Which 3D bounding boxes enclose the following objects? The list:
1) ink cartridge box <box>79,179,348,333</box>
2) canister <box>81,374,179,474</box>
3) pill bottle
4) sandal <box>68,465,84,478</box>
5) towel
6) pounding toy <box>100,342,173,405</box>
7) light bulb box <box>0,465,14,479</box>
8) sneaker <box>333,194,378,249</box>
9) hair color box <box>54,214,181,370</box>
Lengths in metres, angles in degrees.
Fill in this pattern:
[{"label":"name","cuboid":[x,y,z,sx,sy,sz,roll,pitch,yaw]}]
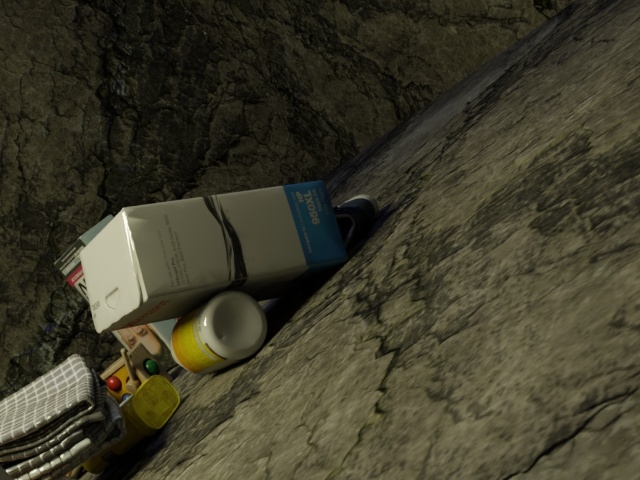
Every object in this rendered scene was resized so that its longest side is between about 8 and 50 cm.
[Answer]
[{"label":"ink cartridge box","cuboid":[-0.198,0.031,1.597,0.395,0.166,0.285,-10,-11,-32]},{"label":"canister","cuboid":[-0.340,0.324,1.550,0.170,0.073,0.126,-39,7,24]},{"label":"pill bottle","cuboid":[-0.185,0.165,1.527,0.117,0.117,0.215,-44,7,-34]},{"label":"sandal","cuboid":[-0.419,0.393,1.694,0.180,0.049,0.072,-54,-3,13]},{"label":"towel","cuboid":[-0.452,0.305,1.371,0.283,0.121,0.235,-31,11,-12]},{"label":"pounding toy","cuboid":[-0.401,0.291,1.884,0.141,0.130,0.100,-37,7,25]},{"label":"light bulb box","cuboid":[-0.436,0.332,0.728,0.225,0.358,0.361,-38,7,33]},{"label":"sneaker","cuboid":[-0.001,-0.002,1.750,0.226,0.086,0.163,-36,5,27]},{"label":"hair color box","cuboid":[-0.454,0.140,2.132,0.185,0.374,0.113,-33,9,49]}]
